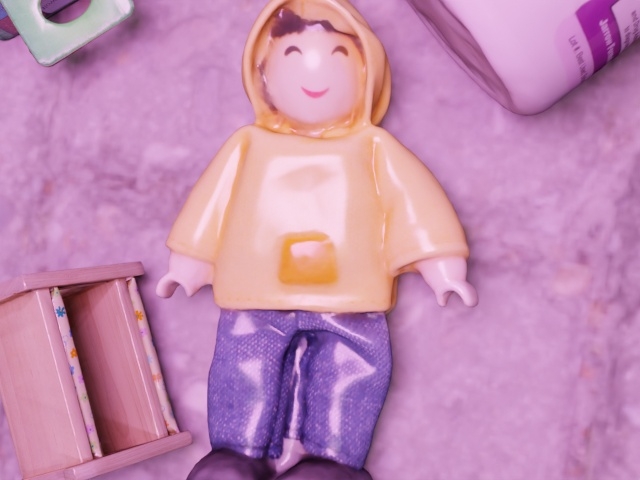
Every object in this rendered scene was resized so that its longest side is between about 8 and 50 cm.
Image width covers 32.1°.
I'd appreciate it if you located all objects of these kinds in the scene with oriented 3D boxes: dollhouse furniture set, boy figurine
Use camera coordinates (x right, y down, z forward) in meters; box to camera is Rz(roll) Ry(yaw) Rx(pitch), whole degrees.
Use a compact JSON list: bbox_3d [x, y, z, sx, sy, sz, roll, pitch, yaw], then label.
[{"bbox_3d":[-0.162,0.123,0.644,0.161,0.101,0.181,-20,82,33],"label":"dollhouse furniture set"},{"bbox_3d":[0.000,0.000,0.607,0.177,0.092,0.285,7,90,13],"label":"boy figurine"}]

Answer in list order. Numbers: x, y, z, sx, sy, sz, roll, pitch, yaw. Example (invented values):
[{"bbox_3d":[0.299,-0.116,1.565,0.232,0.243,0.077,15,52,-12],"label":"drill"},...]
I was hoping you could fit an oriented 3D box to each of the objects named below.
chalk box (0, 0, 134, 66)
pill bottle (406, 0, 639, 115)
[{"bbox_3d":[-0.183,-0.206,0.632,0.132,0.132,0.213,-29,81,8],"label":"chalk box"},{"bbox_3d":[0.168,-0.216,0.551,0.302,0.169,0.169,-38,80,5],"label":"pill bottle"}]
